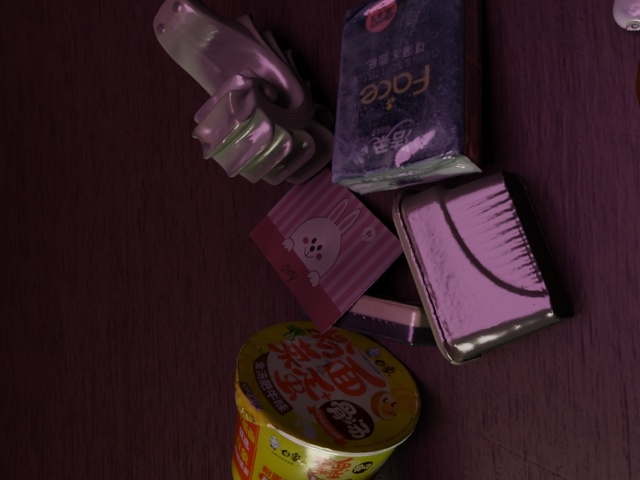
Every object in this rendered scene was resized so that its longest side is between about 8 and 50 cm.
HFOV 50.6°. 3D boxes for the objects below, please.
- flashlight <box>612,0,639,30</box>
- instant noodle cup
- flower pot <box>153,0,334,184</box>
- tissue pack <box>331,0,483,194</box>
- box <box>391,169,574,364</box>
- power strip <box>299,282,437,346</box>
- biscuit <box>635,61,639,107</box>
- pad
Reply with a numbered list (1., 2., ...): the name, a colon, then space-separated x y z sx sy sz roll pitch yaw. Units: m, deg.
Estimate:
1. flashlight: 0.419 -0.375 0.878 0.093 0.047 0.200 10 97 40
2. instant noodle cup: -0.015 0.309 1.115 0.311 0.311 0.221 37 123 34
3. flower pot: -0.132 -0.278 1.220 0.164 0.254 0.367 -40 64 34
4. tissue pack: 0.137 -0.240 1.049 0.228 0.103 0.315 -10 69 40
5. box: 0.237 0.026 0.996 0.178 0.138 0.274 -25 76 31
6. power strip: 0.081 0.120 1.135 0.257 0.105 0.070 8 87 40
7. biscuit: 0.487 -0.207 0.836 0.188 0.027 0.187 1 91 42
8. pad: 0.000 0.000 1.185 0.202 0.005 0.300 -47 46 8
